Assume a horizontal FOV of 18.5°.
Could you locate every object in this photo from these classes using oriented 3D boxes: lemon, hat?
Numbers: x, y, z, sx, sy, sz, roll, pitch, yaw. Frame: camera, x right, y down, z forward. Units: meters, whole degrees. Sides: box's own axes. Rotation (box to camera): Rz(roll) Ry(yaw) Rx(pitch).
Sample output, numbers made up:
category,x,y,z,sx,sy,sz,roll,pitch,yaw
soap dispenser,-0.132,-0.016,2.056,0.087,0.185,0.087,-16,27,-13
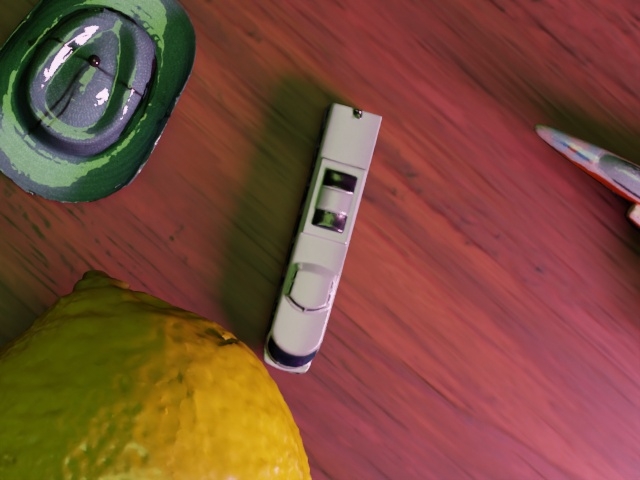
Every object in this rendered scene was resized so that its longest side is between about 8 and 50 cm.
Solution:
category,x,y,z,sx,sy,sz,roll,pitch,yaw
lemon,-0.140,0.183,1.371,0.268,0.268,0.322,-19,90,-9
hat,-0.173,-0.120,1.459,0.138,0.078,0.191,31,85,-6

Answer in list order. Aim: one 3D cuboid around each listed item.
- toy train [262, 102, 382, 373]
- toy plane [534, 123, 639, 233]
category,x,y,z,sx,sy,sz,roll,pitch,yaw
toy train,0.000,0.000,1.502,0.043,0.047,0.208,15,86,-7
toy plane,0.301,-0.005,1.524,0.326,0.104,0.223,29,84,-4
